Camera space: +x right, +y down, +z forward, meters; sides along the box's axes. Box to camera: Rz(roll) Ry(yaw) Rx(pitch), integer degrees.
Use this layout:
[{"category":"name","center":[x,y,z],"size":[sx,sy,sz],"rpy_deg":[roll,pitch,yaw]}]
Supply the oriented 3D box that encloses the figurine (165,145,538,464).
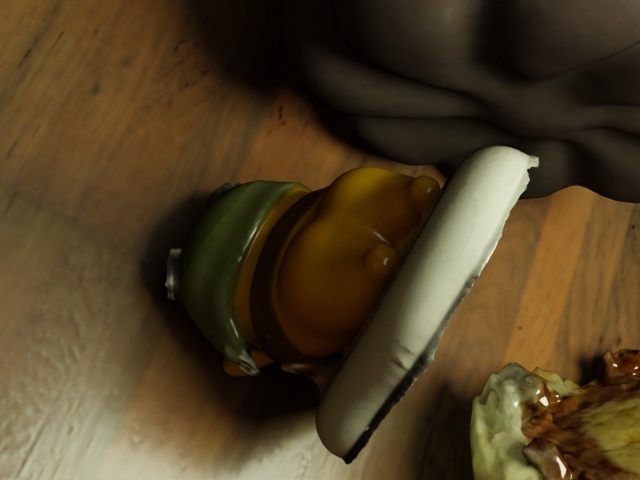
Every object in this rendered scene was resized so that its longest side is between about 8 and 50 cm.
[{"category":"figurine","center":[0.000,0.000,0.484],"size":[0.141,0.250,0.166],"rpy_deg":[31,65,4]}]

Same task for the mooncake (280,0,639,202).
[{"category":"mooncake","center":[0.129,-0.128,0.549],"size":[0.306,0.306,0.154],"rpy_deg":[16,74,-24]}]

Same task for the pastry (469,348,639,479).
[{"category":"pastry","center":[0.225,0.164,0.552],"size":[0.256,0.237,0.170],"rpy_deg":[-7,106,-33]}]
